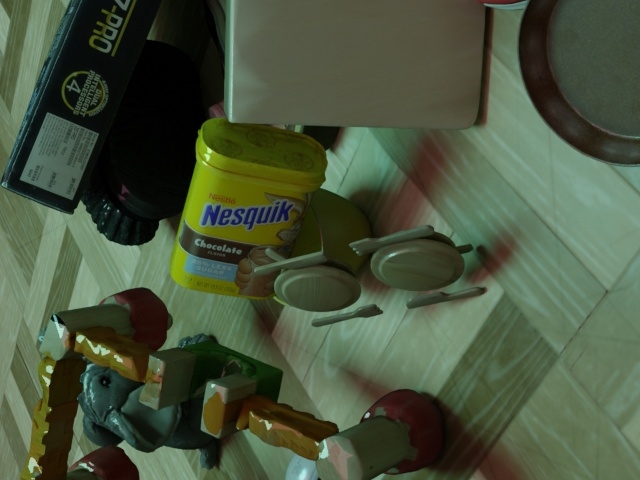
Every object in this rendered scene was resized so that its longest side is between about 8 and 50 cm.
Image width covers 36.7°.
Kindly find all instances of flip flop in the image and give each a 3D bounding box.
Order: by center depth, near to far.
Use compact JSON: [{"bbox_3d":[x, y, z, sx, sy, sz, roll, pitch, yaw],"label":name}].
[{"bbox_3d":[-0.097,-0.278,1.149,0.112,0.080,0.277,89,165,-68],"label":"flip flop"}]

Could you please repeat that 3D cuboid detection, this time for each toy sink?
[{"bbox_3d":[0.026,-0.191,0.934,0.131,0.234,0.152,-121,32,-76],"label":"toy sink"}]

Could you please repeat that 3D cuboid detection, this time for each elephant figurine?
[{"bbox_3d":[-0.258,0.217,1.316,0.186,0.239,0.169,56,136,32],"label":"elephant figurine"}]

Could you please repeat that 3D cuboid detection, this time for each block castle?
[{"bbox_3d":[-0.108,0.256,1.075,0.453,0.213,0.303,17,101,28],"label":"block castle"}]

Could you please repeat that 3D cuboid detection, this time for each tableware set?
[{"bbox_3d":[0.044,0.024,0.932,0.194,0.128,0.039,-14,53,26],"label":"tableware set"}]

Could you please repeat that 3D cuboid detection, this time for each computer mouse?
[{"bbox_3d":[-0.022,0.335,1.183,0.106,0.042,0.193,20,111,52],"label":"computer mouse"}]

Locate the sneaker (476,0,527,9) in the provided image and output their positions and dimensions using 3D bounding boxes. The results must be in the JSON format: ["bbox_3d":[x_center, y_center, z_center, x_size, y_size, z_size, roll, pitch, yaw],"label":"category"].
[{"bbox_3d":[0.168,-0.245,0.755,0.221,0.128,0.087,-18,80,52],"label":"sneaker"}]

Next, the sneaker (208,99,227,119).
[{"bbox_3d":[-0.095,-0.133,1.209,0.051,0.070,0.134,47,161,28],"label":"sneaker"}]

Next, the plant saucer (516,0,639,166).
[{"bbox_3d":[0.228,-0.138,0.738,0.168,0.029,0.168,30,136,34],"label":"plant saucer"}]

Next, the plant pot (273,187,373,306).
[{"bbox_3d":[0.000,0.000,1.052,0.134,0.095,0.134,11,103,53],"label":"plant pot"}]

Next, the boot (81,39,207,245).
[{"bbox_3d":[-0.246,-0.078,1.290,0.348,0.131,0.260,-94,28,-50],"label":"boot"}]

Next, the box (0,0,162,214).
[{"bbox_3d":[-0.289,-0.233,1.208,0.318,0.097,0.394,10,79,69],"label":"box"}]

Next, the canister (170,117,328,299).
[{"bbox_3d":[-0.076,-0.027,0.965,0.073,0.126,0.170,-101,25,-50],"label":"canister"}]

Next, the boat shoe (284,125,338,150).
[{"bbox_3d":[-0.006,-0.180,1.057,0.060,0.064,0.178,45,132,38],"label":"boat shoe"}]
